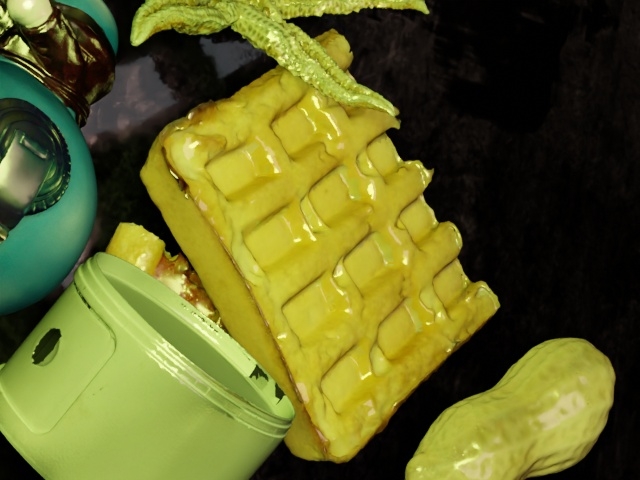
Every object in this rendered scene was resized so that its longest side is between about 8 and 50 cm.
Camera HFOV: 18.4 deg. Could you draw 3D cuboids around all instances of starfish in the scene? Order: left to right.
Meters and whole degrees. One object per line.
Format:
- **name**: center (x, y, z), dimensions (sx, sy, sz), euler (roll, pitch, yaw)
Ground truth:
- **starfish**: center (-0.075, -0.229, 1.815), dimensions (0.347, 0.078, 0.358), euler (-26, 76, -47)

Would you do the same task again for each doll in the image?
- **doll**: center (-0.289, -0.079, 1.639), dimensions (0.240, 0.284, 0.310), euler (35, 60, -24)

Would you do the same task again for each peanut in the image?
- **peanut**: center (0.194, 0.195, 1.971), dimensions (0.257, 0.123, 0.123), euler (-35, 103, -23)

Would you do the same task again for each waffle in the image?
- **waffle**: center (0.001, 0.000, 1.854), dimensions (0.304, 0.077, 0.348), euler (-38, 104, -43)

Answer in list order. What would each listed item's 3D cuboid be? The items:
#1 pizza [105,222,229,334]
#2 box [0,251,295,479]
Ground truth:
- **pizza**: center (-0.101, 0.119, 1.835), dimensions (0.229, 0.081, 0.289), euler (-6, 88, -29)
- **box**: center (-0.151, 0.135, 1.662), dimensions (0.226, 0.226, 0.149), euler (38, 96, -21)
